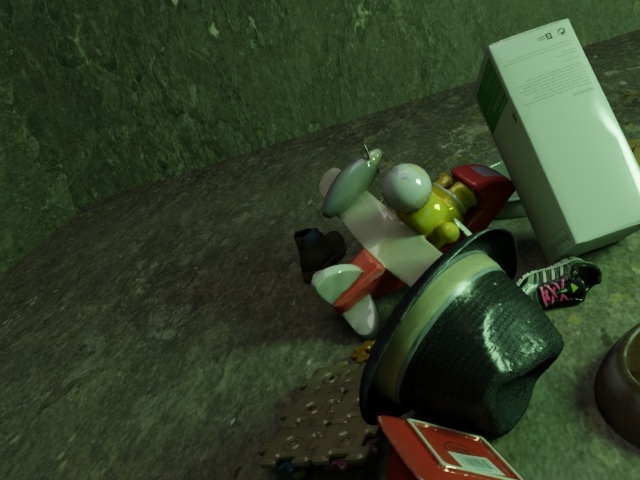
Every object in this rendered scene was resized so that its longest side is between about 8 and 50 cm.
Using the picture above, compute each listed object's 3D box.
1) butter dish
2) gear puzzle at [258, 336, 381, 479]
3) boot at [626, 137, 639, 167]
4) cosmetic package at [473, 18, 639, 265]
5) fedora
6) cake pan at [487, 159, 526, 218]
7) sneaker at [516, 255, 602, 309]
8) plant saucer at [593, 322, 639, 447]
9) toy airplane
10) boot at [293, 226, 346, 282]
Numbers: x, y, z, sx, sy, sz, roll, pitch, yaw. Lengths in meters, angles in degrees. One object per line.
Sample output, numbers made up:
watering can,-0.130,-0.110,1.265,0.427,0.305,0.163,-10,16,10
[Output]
butter dish,0.135,0.276,0.757,0.160,0.118,0.160,18,7,-18
gear puzzle,0.042,0.238,1.053,0.176,0.044,0.339,-12,18,25
boot,0.647,-0.122,1.365,0.236,0.089,0.269,-11,22,41
cosmetic package,0.411,-0.162,1.211,0.155,0.365,0.197,-19,-15,0
fedora,0.200,0.142,0.878,0.153,0.334,0.334,34,50,28
cake pan,0.466,-0.128,1.586,0.293,0.054,0.293,-18,19,7
sneaker,0.379,0.074,1.118,0.170,0.063,0.075,-23,13,-23
plant saucer,0.487,0.150,0.840,0.311,0.050,0.310,-17,21,7
toy airplane,0.143,-0.014,1.263,0.386,0.272,0.384,2,46,18
boot,0.000,0.000,1.615,0.082,0.106,0.219,-12,21,20
